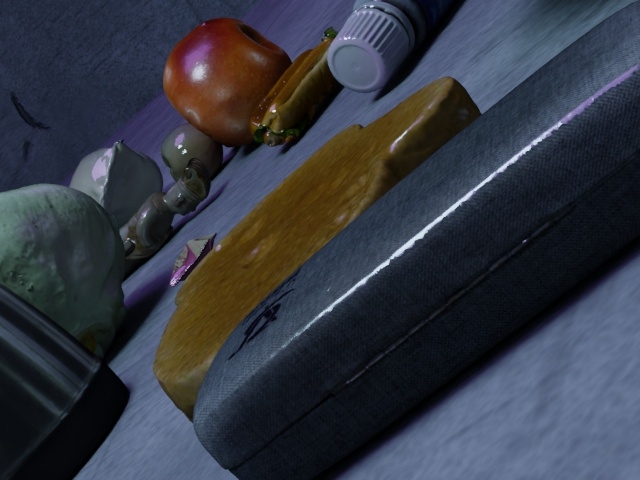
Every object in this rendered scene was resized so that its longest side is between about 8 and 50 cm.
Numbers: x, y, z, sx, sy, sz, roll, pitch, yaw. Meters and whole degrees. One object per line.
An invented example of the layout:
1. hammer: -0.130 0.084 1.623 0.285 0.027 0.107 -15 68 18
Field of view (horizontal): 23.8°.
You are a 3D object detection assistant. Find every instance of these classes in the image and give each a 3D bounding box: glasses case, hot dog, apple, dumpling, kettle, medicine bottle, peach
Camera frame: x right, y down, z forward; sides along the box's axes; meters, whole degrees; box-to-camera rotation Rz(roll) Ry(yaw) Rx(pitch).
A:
1. glasses case: 0.068 0.006 0.778 0.323 0.074 0.131 -40 11 21
2. hot dog: -0.019 -0.168 1.700 0.072 0.055 0.188 -25 22 49
3. apple: -0.110 -0.197 1.856 0.139 0.163 0.163 -50 11 6
4. dumpling: -0.290 -0.048 2.089 0.216 0.126 0.166 -7 64 56
5. kettle: -0.327 0.099 1.292 0.207 0.271 0.251 -41 13 13
6. medicine bottle: 0.075 -0.228 1.527 0.083 0.083 0.203 -31 18 47
7. peach: -0.161 -0.110 1.924 0.083 0.083 0.083 -42 12 11

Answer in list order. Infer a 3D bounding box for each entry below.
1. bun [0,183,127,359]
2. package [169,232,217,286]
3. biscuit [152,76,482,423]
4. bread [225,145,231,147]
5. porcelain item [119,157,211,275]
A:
1. bun: -0.300 0.082 1.519 0.283 0.179 0.283 -35 -18 -14
2. package: -0.124 0.017 1.486 0.059 0.029 0.083 -51 1 5
3. biscuit: 0.001 0.001 1.052 0.287 0.057 0.344 -43 11 6
4. bread: -0.106 -0.154 1.966 0.081 0.046 0.083 -41 13 27
5. porcelain item: -0.207 -0.015 1.803 0.213 0.054 0.084 -40 15 22
